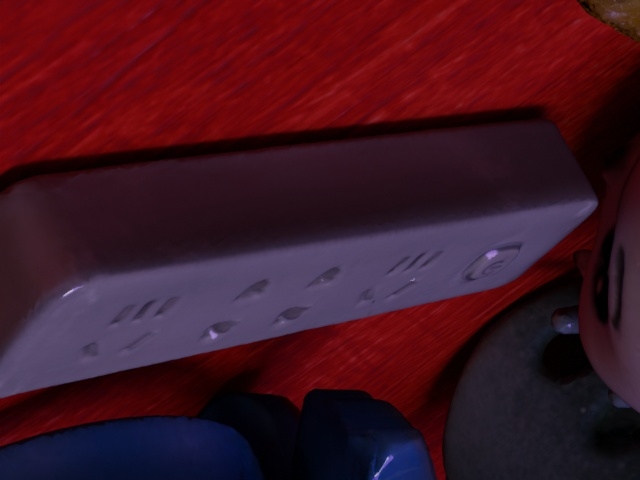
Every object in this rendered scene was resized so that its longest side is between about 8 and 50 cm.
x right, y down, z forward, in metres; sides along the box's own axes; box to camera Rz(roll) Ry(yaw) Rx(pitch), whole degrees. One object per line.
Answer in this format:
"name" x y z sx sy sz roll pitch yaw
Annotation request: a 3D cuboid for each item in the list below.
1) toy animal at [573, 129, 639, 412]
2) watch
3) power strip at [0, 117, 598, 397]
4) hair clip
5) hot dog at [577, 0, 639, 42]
"toy animal" 0.278 0.008 1.048 0.251 0.251 0.310 -41 164 20
"watch" -0.090 0.189 0.953 0.274 0.241 0.305 2 143 -35
"power strip" 0.000 0.000 0.865 0.385 0.062 0.091 -9 151 -45
"hair clip" 0.193 0.197 1.222 0.392 0.318 0.238 0 140 -51
"hot dog" 0.198 -0.126 0.864 0.068 0.083 0.289 -25 167 37
